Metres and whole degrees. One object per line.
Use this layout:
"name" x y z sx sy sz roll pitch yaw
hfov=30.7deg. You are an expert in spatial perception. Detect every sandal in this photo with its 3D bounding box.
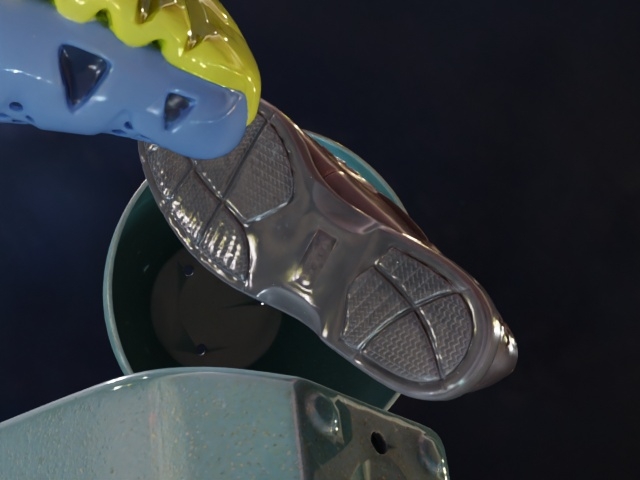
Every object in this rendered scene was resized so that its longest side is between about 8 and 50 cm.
"sandal" -0.180 -0.086 0.457 0.317 0.138 0.126 17 -163 -6

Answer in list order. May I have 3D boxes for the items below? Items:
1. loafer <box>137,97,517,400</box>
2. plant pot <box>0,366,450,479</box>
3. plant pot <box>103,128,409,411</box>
"loafer" 0.000 0.000 0.749 0.302 0.109 0.095 40 -169 29
"plant pot" -0.047 0.215 0.741 0.247 0.252 0.248 28 -137 -41
"plant pot" -0.072 0.055 1.085 0.290 0.195 0.290 3 -99 -21
